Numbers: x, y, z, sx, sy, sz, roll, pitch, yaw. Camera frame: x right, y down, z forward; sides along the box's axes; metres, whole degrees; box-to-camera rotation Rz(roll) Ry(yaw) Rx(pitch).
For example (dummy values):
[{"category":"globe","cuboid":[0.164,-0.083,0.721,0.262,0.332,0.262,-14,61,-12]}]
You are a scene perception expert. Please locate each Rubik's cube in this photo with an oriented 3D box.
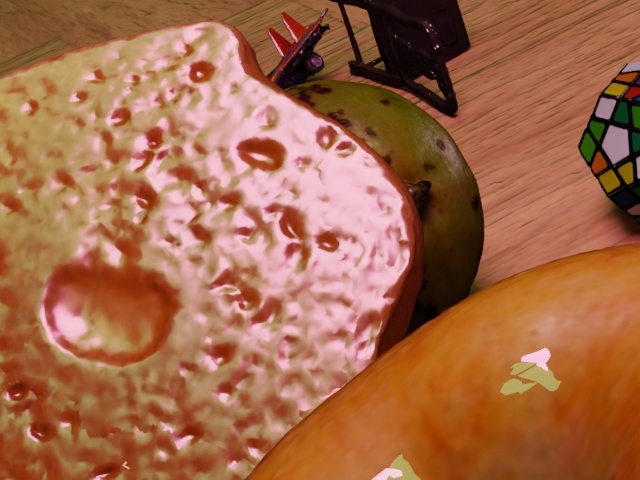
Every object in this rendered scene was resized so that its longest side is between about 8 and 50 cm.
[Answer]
[{"category":"Rubik's cube","cuboid":[0.259,-0.073,1.014,0.133,0.133,0.112,-6,56,26]}]

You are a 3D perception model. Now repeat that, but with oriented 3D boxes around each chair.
[{"category":"chair","cuboid":[0.105,-0.211,1.383,0.113,0.106,0.229,-31,30,-17]}]

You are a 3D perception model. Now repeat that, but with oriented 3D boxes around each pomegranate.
[{"category":"pomegranate","cuboid":[0.000,0.000,0.976,0.211,0.211,0.263,-37,3,-30]}]

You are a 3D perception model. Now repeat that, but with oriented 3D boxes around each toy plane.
[{"category":"toy plane","cuboid":[-0.041,-0.163,1.433,0.130,0.061,0.189,-40,25,48]}]

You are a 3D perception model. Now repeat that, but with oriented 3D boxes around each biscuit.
[{"category":"biscuit","cuboid":[-0.125,0.072,0.805,0.350,0.078,0.455,10,69,12]}]

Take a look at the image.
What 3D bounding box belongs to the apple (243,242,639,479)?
[{"category":"apple","cuboid":[0.120,0.175,0.411,0.400,0.333,0.400,-15,27,8]}]
